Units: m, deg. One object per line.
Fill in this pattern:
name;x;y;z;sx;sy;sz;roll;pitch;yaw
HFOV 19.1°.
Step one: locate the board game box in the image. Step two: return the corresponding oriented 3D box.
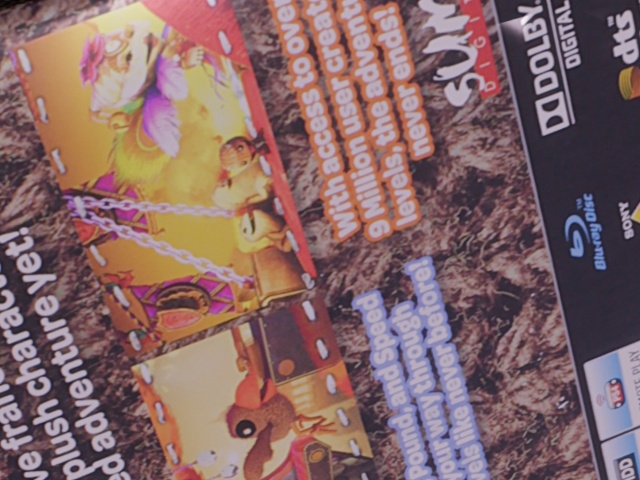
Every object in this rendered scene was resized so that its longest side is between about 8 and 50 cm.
board game box;0.000;0.000;0.462;0.291;0.141;0.232;-20;124;-6
